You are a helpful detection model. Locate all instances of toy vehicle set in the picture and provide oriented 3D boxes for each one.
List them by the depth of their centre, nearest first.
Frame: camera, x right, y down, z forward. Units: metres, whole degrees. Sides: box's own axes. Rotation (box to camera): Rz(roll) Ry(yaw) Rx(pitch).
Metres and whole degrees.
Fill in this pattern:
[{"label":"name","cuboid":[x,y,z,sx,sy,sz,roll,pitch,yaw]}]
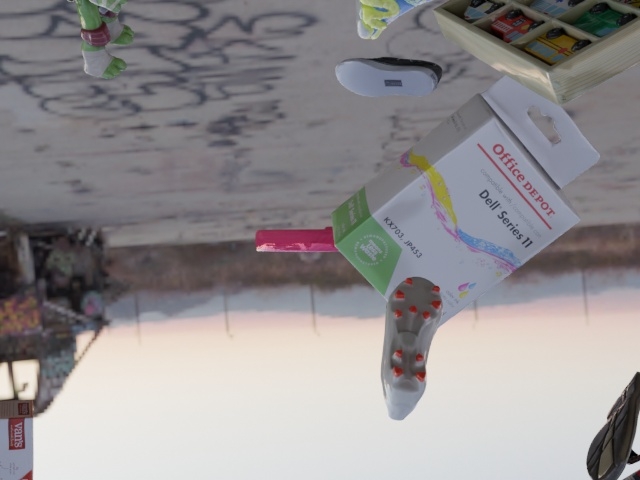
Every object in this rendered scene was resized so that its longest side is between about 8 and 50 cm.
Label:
[{"label":"toy vehicle set","cuboid":[0.230,-0.216,0.985,0.166,0.035,0.267,-30,-152,-3]}]

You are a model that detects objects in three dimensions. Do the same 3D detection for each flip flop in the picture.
[{"label":"flip flop","cuboid":[0.486,0.295,1.631,0.080,0.112,0.277,37,-152,10]}]

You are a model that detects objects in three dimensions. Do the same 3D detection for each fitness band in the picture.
[{"label":"fitness band","cuboid":[0.000,0.000,2.093,0.209,0.054,0.290,-3,-179,-43]}]

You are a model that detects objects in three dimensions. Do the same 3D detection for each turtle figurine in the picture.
[{"label":"turtle figurine","cuboid":[-0.323,-0.409,1.694,0.274,0.198,0.266,-22,143,-18]}]

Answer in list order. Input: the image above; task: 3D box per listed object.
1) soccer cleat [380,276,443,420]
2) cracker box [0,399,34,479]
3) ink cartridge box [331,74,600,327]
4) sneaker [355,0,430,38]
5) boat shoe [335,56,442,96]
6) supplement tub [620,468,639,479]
[{"label":"soccer cleat","cuboid":[0.101,0.121,1.228,0.068,0.076,0.196,16,-138,0]},{"label":"cracker box","cuboid":[-0.609,0.357,1.790,0.232,0.156,0.067,-1,-157,-16]},{"label":"ink cartridge box","cuboid":[0.212,-0.056,1.470,0.353,0.207,0.119,-40,-162,15]},{"label":"sneaker","cuboid":[0.111,-0.337,1.453,0.126,0.091,0.240,-3,179,4]},{"label":"boat shoe","cuboid":[0.088,-0.210,1.332,0.142,0.049,0.040,12,-142,28]},{"label":"supplement tub","cuboid":[0.450,0.480,1.583,0.272,0.191,0.191,-33,176,5]}]
